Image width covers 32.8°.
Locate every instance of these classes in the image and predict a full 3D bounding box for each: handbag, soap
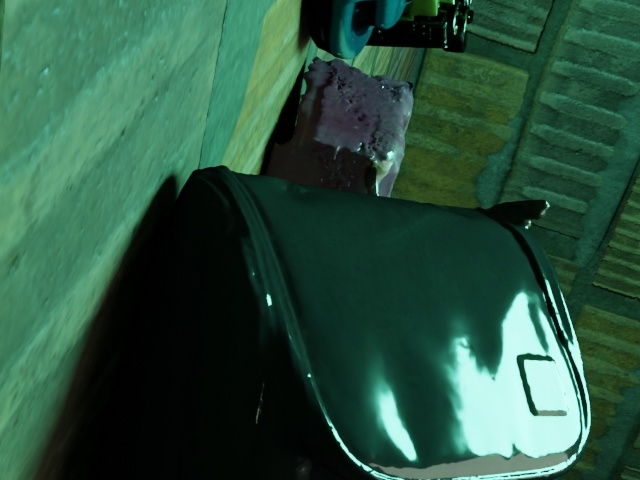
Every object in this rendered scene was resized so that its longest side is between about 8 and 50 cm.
[{"bbox_3d":[0.039,0.100,0.651,0.178,0.301,0.275,31,-73,49],"label":"handbag"},{"bbox_3d":[0.000,0.000,1.007,0.289,0.112,0.182,102,7,-45],"label":"soap"}]

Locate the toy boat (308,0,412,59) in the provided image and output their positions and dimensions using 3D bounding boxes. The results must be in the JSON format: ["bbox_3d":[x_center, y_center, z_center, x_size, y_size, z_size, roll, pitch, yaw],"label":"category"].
[{"bbox_3d":[0.060,-0.250,0.830,0.299,0.092,0.134,95,18,-58],"label":"toy boat"}]

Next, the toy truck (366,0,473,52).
[{"bbox_3d":[0.104,-0.302,1.130,0.257,0.127,0.127,-69,159,-49],"label":"toy truck"}]
